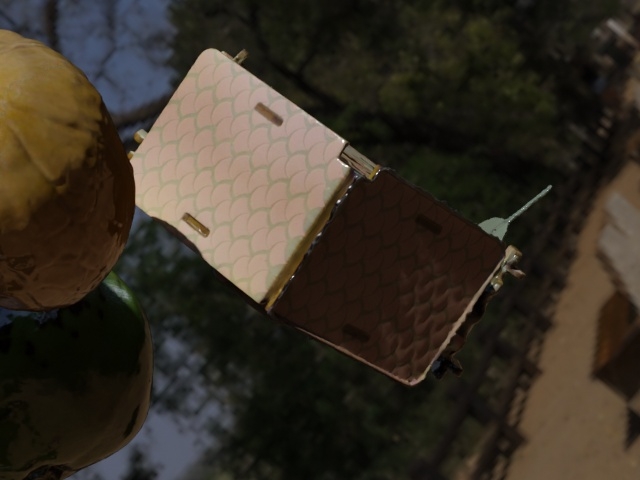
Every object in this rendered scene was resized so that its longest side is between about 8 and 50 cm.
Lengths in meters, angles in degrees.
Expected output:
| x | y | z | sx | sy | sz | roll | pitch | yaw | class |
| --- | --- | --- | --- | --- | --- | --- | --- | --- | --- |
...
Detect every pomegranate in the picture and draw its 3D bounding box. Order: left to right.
| x | y | z | sx | sy | sz | roll | pitch | yaw | class |
| --- | --- | --- | --- | --- | --- | --- | --- | --- | --- |
| -0.280 | 0.106 | 1.499 | 0.254 | 0.254 | 0.270 | 123 | 144 | -70 | pomegranate |

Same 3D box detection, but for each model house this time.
| x | y | z | sx | sy | sz | roll | pitch | yaw | class |
| --- | --- | --- | --- | --- | --- | --- | --- | --- | --- |
| 0.000 | 0.000 | 1.165 | 0.169 | 0.326 | 0.244 | -54 | 5 | 3 | model house |

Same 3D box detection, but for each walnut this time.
| x | y | z | sx | sy | sz | roll | pitch | yaw | class |
| --- | --- | --- | --- | --- | --- | --- | --- | --- | --- |
| -0.201 | -0.040 | 0.989 | 0.165 | 0.165 | 0.197 | -49 | -19 | -14 | walnut |

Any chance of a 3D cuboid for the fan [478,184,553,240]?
| x | y | z | sx | sy | sz | roll | pitch | yaw | class |
| --- | --- | --- | --- | --- | --- | --- | --- | --- | --- |
| 0.184 | -0.004 | 1.694 | 0.175 | 0.005 | 0.113 | -40 | 16 | 10 | fan |
